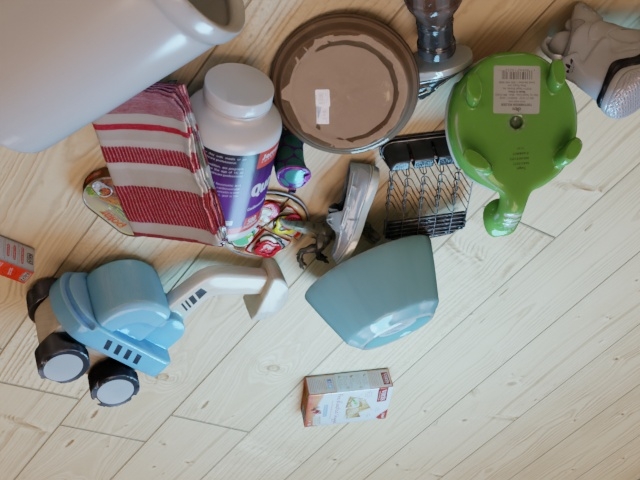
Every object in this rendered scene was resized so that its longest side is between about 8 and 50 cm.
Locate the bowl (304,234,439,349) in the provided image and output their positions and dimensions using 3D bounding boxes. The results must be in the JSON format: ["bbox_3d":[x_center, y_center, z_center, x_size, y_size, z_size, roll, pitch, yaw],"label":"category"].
[{"bbox_3d":[0.136,0.132,2.103,0.311,0.163,0.311,-22,163,-7],"label":"bowl"}]

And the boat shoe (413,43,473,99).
[{"bbox_3d":[0.185,-0.307,1.801,0.219,0.078,0.070,-16,138,14],"label":"boat shoe"}]

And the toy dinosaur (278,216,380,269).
[{"bbox_3d":[0.000,0.000,2.074,0.268,0.064,0.118,3,124,-36],"label":"toy dinosaur"}]

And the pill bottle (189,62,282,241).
[{"bbox_3d":[-0.174,-0.162,1.776,0.181,0.182,0.323,1,136,-16],"label":"pill bottle"}]

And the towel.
[{"bbox_3d":[-0.302,-0.136,1.726,0.237,0.037,0.329,8,127,30],"label":"towel"}]

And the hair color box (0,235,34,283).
[{"bbox_3d":[-0.653,0.028,1.934,0.141,0.072,0.043,26,124,-35],"label":"hair color box"}]

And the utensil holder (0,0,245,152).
[{"bbox_3d":[-0.358,-0.349,1.422,0.385,0.328,0.327,-29,136,19],"label":"utensil holder"}]

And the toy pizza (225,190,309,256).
[{"bbox_3d":[-0.121,-0.027,2.048,0.201,0.032,0.201,-8,138,-7],"label":"toy pizza"}]

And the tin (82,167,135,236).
[{"bbox_3d":[-0.397,-0.075,1.919,0.106,0.040,0.190,-32,135,13],"label":"tin"}]

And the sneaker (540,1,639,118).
[{"bbox_3d":[0.578,-0.369,1.798,0.365,0.210,0.137,-31,150,-36],"label":"sneaker"}]

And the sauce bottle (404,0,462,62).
[{"bbox_3d":[0.186,-0.455,1.610,0.111,0.111,0.344,-12,139,-2],"label":"sauce bottle"}]

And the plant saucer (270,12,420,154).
[{"bbox_3d":[0.045,-0.277,1.748,0.277,0.041,0.278,1,122,2],"label":"plant saucer"}]

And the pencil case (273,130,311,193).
[{"bbox_3d":[-0.056,-0.162,1.830,0.070,0.152,0.064,12,129,-18],"label":"pencil case"}]

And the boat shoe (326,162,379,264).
[{"bbox_3d":[0.053,-0.059,2.001,0.081,0.079,0.228,16,108,-10],"label":"boat shoe"}]

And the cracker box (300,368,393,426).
[{"bbox_3d":[0.070,0.424,2.563,0.232,0.067,0.156,-5,138,-11],"label":"cracker box"}]

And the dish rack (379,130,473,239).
[{"bbox_3d":[0.228,-0.107,2.031,0.208,0.074,0.272,-7,139,-6],"label":"dish rack"}]

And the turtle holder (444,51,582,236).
[{"bbox_3d":[0.363,-0.192,1.802,0.243,0.227,0.320,-30,96,-2],"label":"turtle holder"}]

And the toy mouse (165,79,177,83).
[{"bbox_3d":[-0.300,-0.256,1.751,0.143,0.031,0.161,24,127,-37],"label":"toy mouse"}]

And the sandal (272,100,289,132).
[{"bbox_3d":[-0.039,-0.247,1.820,0.179,0.040,0.067,-5,128,6],"label":"sandal"}]

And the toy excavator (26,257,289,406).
[{"bbox_3d":[-0.344,0.148,2.068,0.445,0.222,0.433,-41,134,15],"label":"toy excavator"}]
